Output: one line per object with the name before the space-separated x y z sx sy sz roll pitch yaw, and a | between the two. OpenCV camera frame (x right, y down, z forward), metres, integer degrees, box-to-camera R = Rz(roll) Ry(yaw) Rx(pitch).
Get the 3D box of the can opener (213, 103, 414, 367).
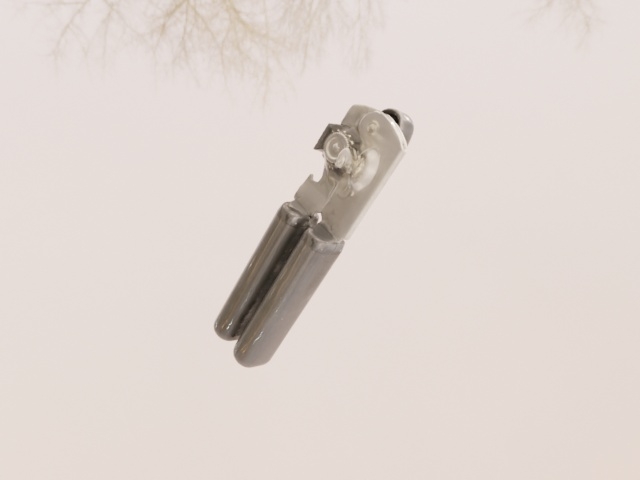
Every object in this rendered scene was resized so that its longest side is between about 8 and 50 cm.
can opener | 0.000 0.000 0.631 0.095 0.283 0.076 0 -142 -51
